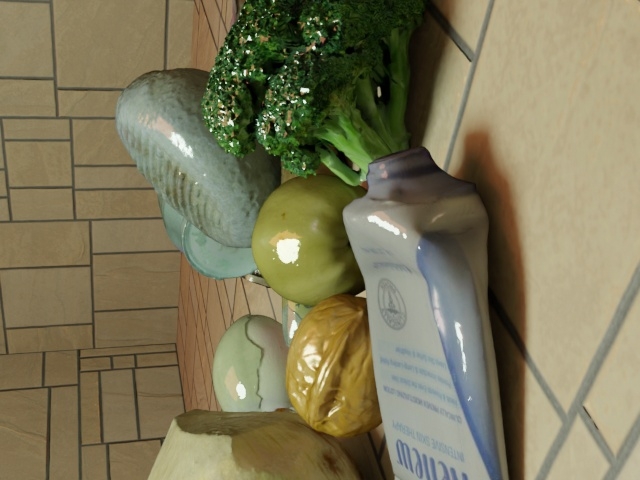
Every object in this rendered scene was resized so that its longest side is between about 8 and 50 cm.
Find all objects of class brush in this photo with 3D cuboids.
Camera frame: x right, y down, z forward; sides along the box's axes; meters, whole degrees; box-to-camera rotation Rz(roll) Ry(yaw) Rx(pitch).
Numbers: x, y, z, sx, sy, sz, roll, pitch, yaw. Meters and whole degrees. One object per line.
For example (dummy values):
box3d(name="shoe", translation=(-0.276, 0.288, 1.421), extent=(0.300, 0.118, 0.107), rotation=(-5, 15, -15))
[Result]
box3d(name="brush", translation=(-0.164, 0.043, 1.928), extent=(0.327, 0.070, 0.065), rotation=(-148, 76, -73))

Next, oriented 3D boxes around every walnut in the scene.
box3d(name="walnut", translation=(0.034, 0.160, 1.057), extent=(0.159, 0.159, 0.206), rotation=(-109, 26, -47))

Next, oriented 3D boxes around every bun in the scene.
box3d(name="bun", translation=(-0.190, -0.155, 1.446), extent=(0.362, 0.211, 0.362), rotation=(40, 157, 21))

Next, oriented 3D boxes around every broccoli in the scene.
box3d(name="broccoli", translation=(-0.001, -0.196, 1.002), extent=(0.275, 0.308, 0.308), rotation=(53, 179, -25))

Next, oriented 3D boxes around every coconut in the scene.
box3d(name="coconut", translation=(-0.091, 0.414, 1.194), extent=(0.415, 0.345, 0.415), rotation=(25, 124, 42))

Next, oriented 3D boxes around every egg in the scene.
box3d(name="egg", translation=(-0.115, 0.238, 1.542), extent=(0.183, 0.183, 0.217), rotation=(117, 141, -59))

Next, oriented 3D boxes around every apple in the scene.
box3d(name="apple", translation=(0.000, 0.000, 1.116), extent=(0.200, 0.200, 0.200), rotation=(178, 90, -74))

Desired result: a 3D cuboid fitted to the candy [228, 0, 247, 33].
box3d(name="candy", translation=(-0.116, -0.339, 1.601), extent=(0.155, 0.116, 0.265), rotation=(109, 153, -55))

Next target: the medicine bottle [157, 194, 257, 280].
box3d(name="medicine bottle", translation=(-0.218, -0.062, 1.771), extent=(0.290, 0.245, 0.245), rotation=(-126, 38, -63))

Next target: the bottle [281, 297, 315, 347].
box3d(name="bottle", translation=(-0.026, 0.047, 1.387), extent=(0.083, 0.083, 0.269), rotation=(159, 110, -73))

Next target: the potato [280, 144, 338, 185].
box3d(name="potato", translation=(-0.011, -0.109, 1.292), extent=(0.138, 0.098, 0.243), rotation=(-172, 84, -73))

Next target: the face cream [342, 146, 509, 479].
box3d(name="face cream", translation=(0.116, 0.112, 0.870), extent=(0.235, 0.137, 0.420), rotation=(4, 104, 64))
